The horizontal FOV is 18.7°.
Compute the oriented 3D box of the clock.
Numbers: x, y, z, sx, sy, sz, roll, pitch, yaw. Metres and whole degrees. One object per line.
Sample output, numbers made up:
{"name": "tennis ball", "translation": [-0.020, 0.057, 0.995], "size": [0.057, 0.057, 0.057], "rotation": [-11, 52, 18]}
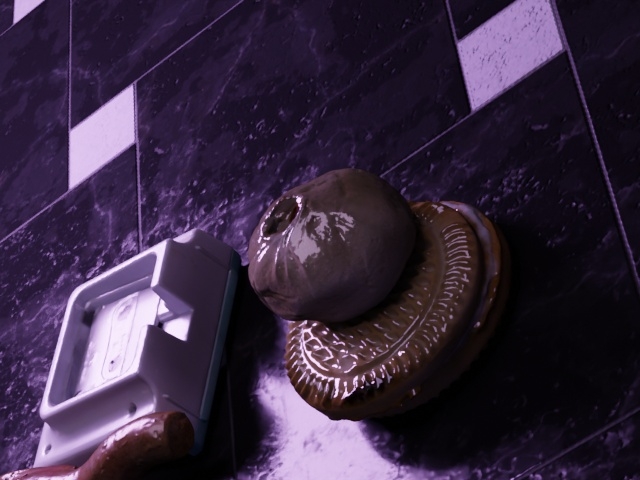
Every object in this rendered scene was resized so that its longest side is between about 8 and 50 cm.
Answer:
{"name": "clock", "translation": [-0.218, 0.126, 2.160], "size": [0.231, 0.116, 0.262], "rotation": [-21, 43, 37]}

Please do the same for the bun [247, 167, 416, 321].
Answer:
{"name": "bun", "translation": [0.000, 0.000, 1.886], "size": [0.173, 0.113, 0.166], "rotation": [-42, 34, 8]}

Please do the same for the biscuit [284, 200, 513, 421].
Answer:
{"name": "biscuit", "translation": [0.075, 0.067, 1.910], "size": [0.259, 0.079, 0.259], "rotation": [-29, 40, 28]}

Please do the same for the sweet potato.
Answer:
{"name": "sweet potato", "translation": [-0.279, 0.277, 2.072], "size": [0.385, 0.109, 0.109], "rotation": [-29, 39, 41]}
